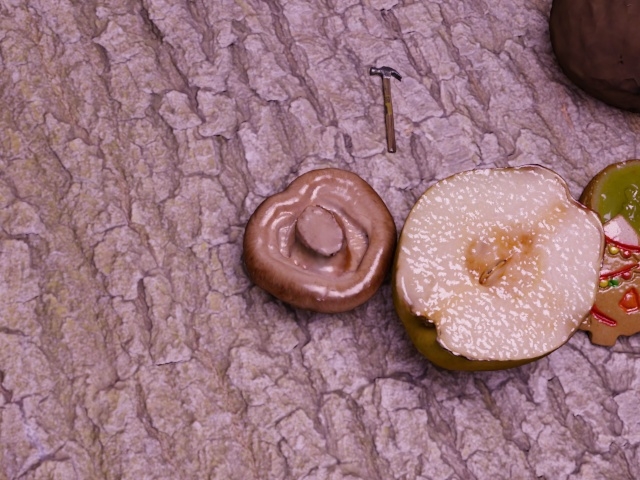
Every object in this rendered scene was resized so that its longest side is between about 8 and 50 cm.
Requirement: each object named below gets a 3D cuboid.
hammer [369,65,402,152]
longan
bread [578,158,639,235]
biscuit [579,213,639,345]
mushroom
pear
[{"bbox_3d":[0.134,-0.253,1.830,0.062,0.017,0.182,-1,72,-10],"label":"hammer"},{"bbox_3d":[0.624,-0.422,1.780,0.390,0.391,0.391,3,69,-9],"label":"longan"},{"bbox_3d":[0.598,-0.042,1.803,0.236,0.070,0.236,4,69,-10],"label":"bread"},{"bbox_3d":[0.523,0.071,1.714,0.212,0.041,0.239,7,94,7],"label":"biscuit"},{"bbox_3d":[0.000,0.000,1.645,0.278,0.146,0.278,0,63,-1],"label":"mushroom"},{"bbox_3d":[0.289,0.060,1.645,0.386,0.191,0.340,-34,77,-20],"label":"pear"}]
